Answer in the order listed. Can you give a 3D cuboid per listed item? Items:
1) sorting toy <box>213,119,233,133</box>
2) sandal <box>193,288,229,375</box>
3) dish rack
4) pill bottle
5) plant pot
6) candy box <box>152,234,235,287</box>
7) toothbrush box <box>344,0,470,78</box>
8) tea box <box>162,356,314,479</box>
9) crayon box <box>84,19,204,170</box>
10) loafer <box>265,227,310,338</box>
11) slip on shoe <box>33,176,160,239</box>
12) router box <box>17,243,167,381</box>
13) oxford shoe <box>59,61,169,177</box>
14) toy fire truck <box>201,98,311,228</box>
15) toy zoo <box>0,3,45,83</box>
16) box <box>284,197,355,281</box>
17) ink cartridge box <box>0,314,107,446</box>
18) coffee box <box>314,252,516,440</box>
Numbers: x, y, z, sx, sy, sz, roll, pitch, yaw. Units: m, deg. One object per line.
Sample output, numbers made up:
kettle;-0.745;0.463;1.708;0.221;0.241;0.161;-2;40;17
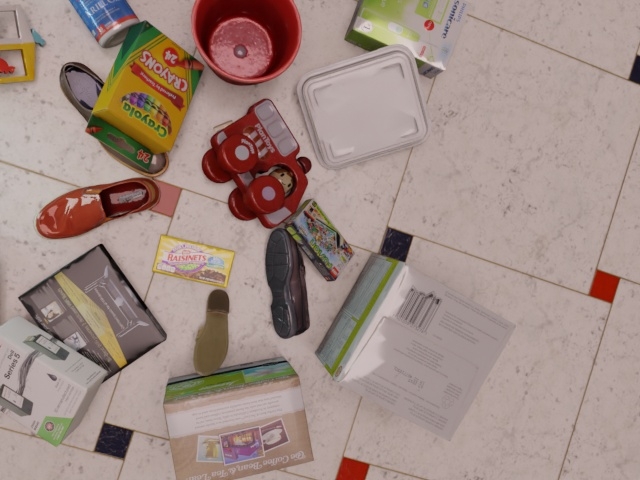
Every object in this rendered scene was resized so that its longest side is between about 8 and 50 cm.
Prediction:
sorting toy;-0.244;-0.298;1.967;0.083;0.012;0.062;-24;94;-9
sandal;-0.292;0.256;1.939;0.088;0.079;0.240;13;65;-13
dish rack;0.123;-0.353;1.947;0.333;0.072;0.285;-17;109;3
pill bottle;-0.575;-0.620;1.848;0.124;0.124;0.221;-36;96;-8
plant pot;-0.198;-0.518;1.856;0.275;0.243;0.274;0;90;-11
candy box;-0.343;0.057;1.947;0.206;0.027;0.105;13;85;-10
toothbrush box;0.239;-0.608;1.996;0.283;0.122;0.206;22;87;-11
tea box;-0.214;0.450;1.825;0.329;0.323;0.219;-10;92;-11
crayon box;-0.436;-0.362;1.812;0.202;0.081;0.318;33;66;-40
loafer;-0.083;0.114;1.970;0.095;0.109;0.302;-7;95;-44
slip on shoe;-0.582;-0.088;1.865;0.331;0.101;0.123;-17;95;-8
router box;-0.588;0.200;1.876;0.243;0.081;0.308;-34;96;-8
oxford shoe;-0.537;-0.305;1.851;0.363;0.133;0.130;45;82;-11
toy fire truck;-0.149;-0.200;1.920;0.254;0.169;0.302;-39;101;-26
toy zoo;-0.837;-0.486;1.792;0.293;0.030;0.192;-14;106;-33
box;0.000;0.000;1.956;0.207;0.036;0.114;52;55;-22
ink cartridge box;-0.704;0.347;1.787;0.273;0.115;0.198;32;109;1
coffee box;0.231;0.265;1.897;0.338;0.334;0.338;30;87;-10
